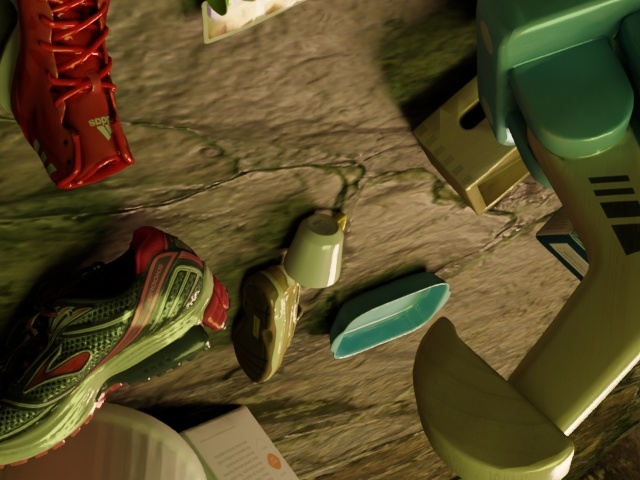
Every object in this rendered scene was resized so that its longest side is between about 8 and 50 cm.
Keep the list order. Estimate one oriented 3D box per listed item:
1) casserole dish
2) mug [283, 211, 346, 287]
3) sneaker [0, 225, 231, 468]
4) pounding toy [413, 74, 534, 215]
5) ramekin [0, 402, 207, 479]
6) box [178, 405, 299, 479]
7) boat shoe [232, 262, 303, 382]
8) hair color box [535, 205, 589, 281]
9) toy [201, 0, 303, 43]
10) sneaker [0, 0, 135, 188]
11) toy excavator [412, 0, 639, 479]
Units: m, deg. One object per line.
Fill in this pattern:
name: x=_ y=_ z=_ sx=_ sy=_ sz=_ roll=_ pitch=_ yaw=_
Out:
casserole dish: x=0.085 y=0.093 z=1.423 sx=0.188 sy=0.037 sz=0.114 roll=-18 pitch=150 yaw=-28
mug: x=-0.003 y=0.001 z=1.155 sx=0.062 sy=0.078 sz=0.064 roll=7 pitch=133 yaw=-8
sneaker: x=-0.233 y=0.093 z=0.993 sx=0.299 sy=0.121 sz=0.112 roll=-34 pitch=125 yaw=3
pounding toy: x=0.201 y=-0.121 z=1.137 sx=0.181 sy=0.094 sz=0.206 roll=-41 pitch=163 yaw=4
ramekin: x=-0.254 y=0.319 z=1.149 sx=0.277 sy=0.135 sz=0.277 roll=-3 pitch=118 yaw=-6
box: x=-0.088 y=0.403 z=1.353 sx=0.168 sy=0.345 sz=0.215 roll=-40 pitch=169 yaw=13
boat shoe: x=-0.050 y=0.093 z=1.240 sx=0.072 sy=0.068 sz=0.190 roll=-32 pitch=157 yaw=-31
hair color box: x=0.417 y=-0.096 z=1.255 sx=0.347 sy=0.105 sz=0.174 roll=-47 pitch=-179 yaw=-1
toy: x=0.024 y=-0.220 z=0.790 sx=0.237 sy=0.056 sz=0.137 roll=-26 pitch=155 yaw=-16
sneaker: x=-0.145 y=-0.119 z=0.684 sx=0.087 sy=0.128 sz=0.221 roll=-21 pitch=153 yaw=-26
toy excavator: x=0.226 y=-0.081 z=0.829 sx=0.433 sy=0.445 sz=0.222 roll=-20 pitch=154 yaw=-1
